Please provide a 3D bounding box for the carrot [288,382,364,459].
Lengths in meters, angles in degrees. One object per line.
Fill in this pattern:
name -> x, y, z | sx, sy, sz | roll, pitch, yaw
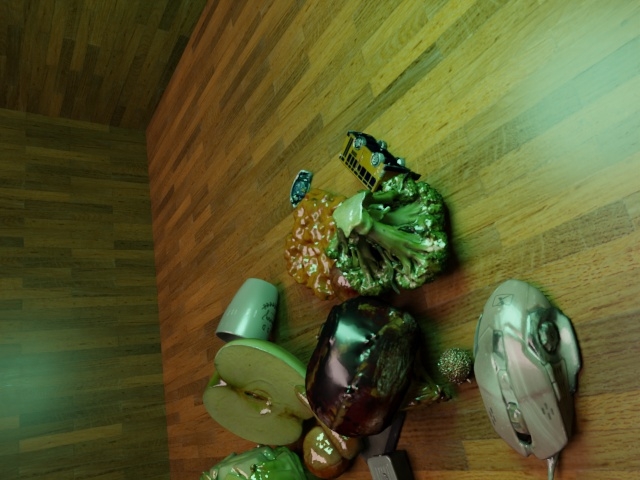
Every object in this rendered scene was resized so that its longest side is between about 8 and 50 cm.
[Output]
carrot -> 0.008, 0.507, 1.394 | 0.298, 0.078, 0.078 | 38, 121, 29

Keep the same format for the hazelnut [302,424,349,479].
hazelnut -> 0.022, 0.628, 1.424 | 0.150, 0.150, 0.150 | -5, 83, 55

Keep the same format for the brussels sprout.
brussels sprout -> -0.189, 0.859, 1.516 | 0.425, 0.342, 0.361 | 137, 118, -66

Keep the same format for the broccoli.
broccoli -> 0.148, -0.010, 1.141 | 0.321, 0.283, 0.304 | -40, 52, 23

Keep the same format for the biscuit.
biscuit -> 0.000, 0.000, 1.501 | 0.312, 0.110, 0.318 | 26, 109, 54

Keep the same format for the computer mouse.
computer mouse -> 0.382, 0.269, 0.925 | 0.199, 0.115, 0.389 | -21, 70, 57

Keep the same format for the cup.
cup -> -0.243, 0.290, 1.779 | 0.186, 0.258, 0.234 | 8, 58, 22

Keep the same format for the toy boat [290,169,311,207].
toy boat -> -0.070, -0.178, 1.655 | 0.061, 0.060, 0.137 | -106, 37, -60

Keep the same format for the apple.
apple -> -0.190, 0.498, 1.563 | 0.320, 0.360, 0.311 | 107, -172, -70

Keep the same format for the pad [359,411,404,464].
pad -> 0.151, 0.520, 1.326 | 0.174, 0.022, 0.233 | 30, 113, 51

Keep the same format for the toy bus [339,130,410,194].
toy bus -> 0.141, -0.212, 1.320 | 0.201, 0.098, 0.114 | 53, 129, 41

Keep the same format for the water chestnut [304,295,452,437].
water chestnut -> 0.138, 0.315, 1.145 | 0.347, 0.335, 0.335 | 23, 114, 7

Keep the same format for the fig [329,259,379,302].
fig -> 0.113, 0.134, 1.337 | 0.143, 0.231, 0.160 | -16, 45, 11

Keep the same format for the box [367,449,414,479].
box -> 0.183, 0.596, 1.215 | 0.084, 0.069, 0.122 | -33, 69, 42

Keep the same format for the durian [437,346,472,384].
durian -> 0.307, 0.283, 1.072 | 0.091, 0.080, 0.080 | 44, 125, 28
